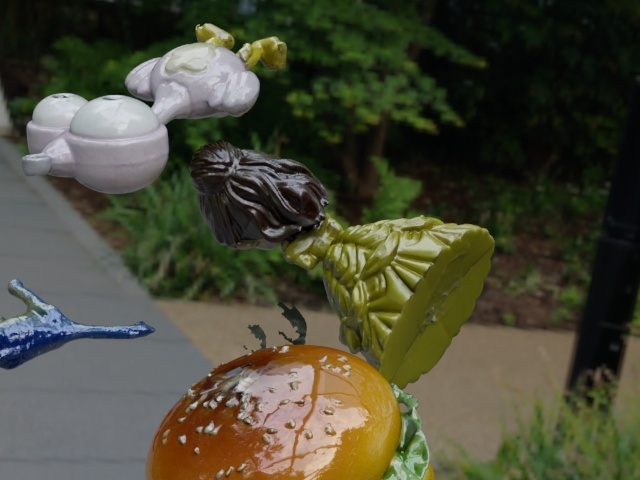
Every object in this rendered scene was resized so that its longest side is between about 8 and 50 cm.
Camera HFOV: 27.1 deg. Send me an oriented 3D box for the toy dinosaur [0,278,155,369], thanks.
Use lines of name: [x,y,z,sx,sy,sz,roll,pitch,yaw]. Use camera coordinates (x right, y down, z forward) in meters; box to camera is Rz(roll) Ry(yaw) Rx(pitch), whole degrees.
toy dinosaur: [-0.343,0.125,1.568,0.188,0.075,0.247,18,28,29]

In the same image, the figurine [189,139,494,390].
figurine: [0.002,0.002,1.413,0.315,0.187,0.168,30,10,28]

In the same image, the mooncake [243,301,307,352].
mooncake: [-0.096,0.247,1.541,0.150,0.347,0.057,39,17,24]

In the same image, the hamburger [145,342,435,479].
hamburger: [-0.030,0.178,1.096,0.246,0.170,0.246,-23,23,10]

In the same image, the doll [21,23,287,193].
doll: [-0.174,-0.134,1.363,0.160,0.094,0.365,15,29,27]
